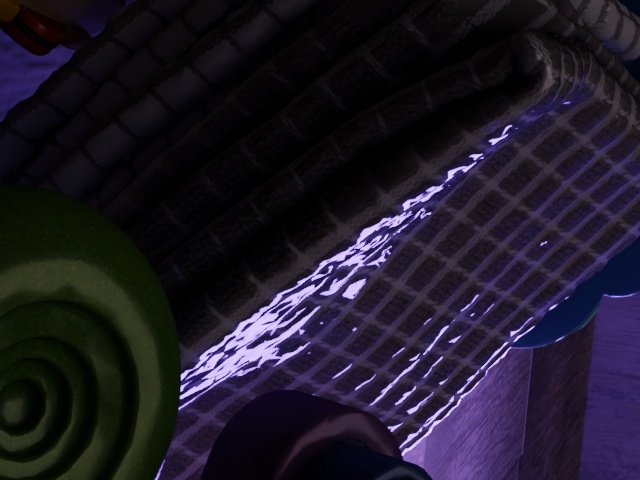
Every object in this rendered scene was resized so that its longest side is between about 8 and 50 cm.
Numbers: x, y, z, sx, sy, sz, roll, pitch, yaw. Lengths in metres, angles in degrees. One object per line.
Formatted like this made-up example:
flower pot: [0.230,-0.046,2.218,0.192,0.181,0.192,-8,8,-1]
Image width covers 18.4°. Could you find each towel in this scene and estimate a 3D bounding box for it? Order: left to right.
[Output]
towel: [0.000,0.000,0.758,0.121,0.283,0.235,58,16,28]

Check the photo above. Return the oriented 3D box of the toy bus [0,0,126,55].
toy bus: [-0.114,-0.138,0.635,0.191,0.104,0.202,-27,157,-32]

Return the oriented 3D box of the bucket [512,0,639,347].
bucket: [0.054,-0.100,0.937,0.183,0.281,0.281,-83,174,-67]

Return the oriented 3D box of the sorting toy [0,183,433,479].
sorting toy: [-0.076,0.047,0.528,0.365,0.126,0.127,24,82,-42]
